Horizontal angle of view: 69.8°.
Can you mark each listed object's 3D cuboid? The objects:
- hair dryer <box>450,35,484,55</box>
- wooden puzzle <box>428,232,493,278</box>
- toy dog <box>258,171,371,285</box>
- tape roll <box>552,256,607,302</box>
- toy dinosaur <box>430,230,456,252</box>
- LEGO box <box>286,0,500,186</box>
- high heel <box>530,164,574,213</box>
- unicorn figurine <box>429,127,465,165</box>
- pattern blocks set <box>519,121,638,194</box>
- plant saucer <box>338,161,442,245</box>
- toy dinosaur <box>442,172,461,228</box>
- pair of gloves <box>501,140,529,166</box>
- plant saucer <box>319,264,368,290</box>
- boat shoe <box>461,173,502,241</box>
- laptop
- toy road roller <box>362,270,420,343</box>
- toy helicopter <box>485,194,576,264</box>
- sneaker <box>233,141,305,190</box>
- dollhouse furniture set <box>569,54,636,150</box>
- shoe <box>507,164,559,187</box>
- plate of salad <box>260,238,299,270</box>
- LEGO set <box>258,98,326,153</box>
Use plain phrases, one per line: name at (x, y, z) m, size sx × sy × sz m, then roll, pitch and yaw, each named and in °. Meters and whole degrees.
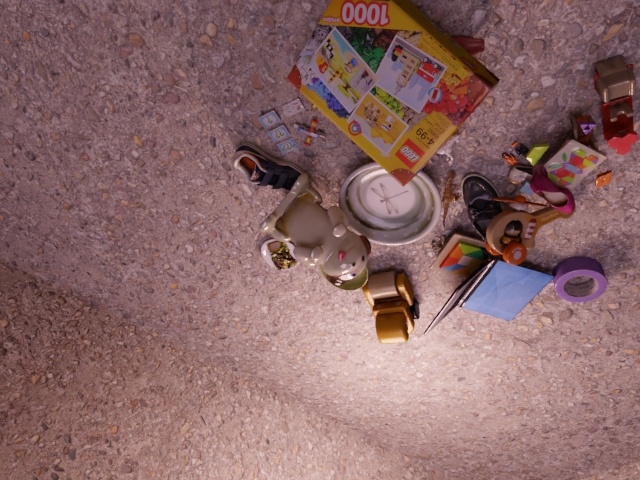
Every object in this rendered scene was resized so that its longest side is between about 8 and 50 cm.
hair dryer at (0.392, -0.552, 1.473) m, size 0.223 × 0.080 × 0.293 m, roll 28°, pitch 140°, yaw -29°
wooden puzzle at (0.606, 0.077, 1.929) m, size 0.220 × 0.044 × 0.239 m, roll 14°, pitch 135°, yaw -14°
toy dog at (0.000, 0.000, 1.823) m, size 0.407 × 0.285 × 0.395 m, roll 40°, pitch 169°, yaw 5°
tape roll at (1.054, 0.161, 1.874) m, size 0.188 × 0.080 × 0.189 m, roll 9°, pitch 131°, yaw 10°
toy dinosaur at (0.516, 0.033, 1.940) m, size 0.092 × 0.053 × 0.183 m, roll 16°, pitch 132°, yaw 1°
LEGO box at (0.205, -0.479, 1.372) m, size 0.500 × 0.193 × 0.373 m, roll 43°, pitch 126°, yaw 6°
high heel at (0.775, -0.139, 1.524) m, size 0.082 × 0.117 × 0.244 m, roll -19°, pitch 131°, yaw 40°
unicorn figurine at (0.441, -0.326, 1.644) m, size 0.161 × 0.060 × 0.111 m, roll -5°, pitch 129°, yaw 20°
pattern blocks set at (0.817, -0.244, 1.498) m, size 0.285 × 0.026 × 0.325 m, roll 14°, pitch 141°, yaw 4°
plant saucer at (0.274, -0.160, 1.811) m, size 0.399 × 0.101 × 0.401 m, roll 9°, pitch 133°, yaw 9°
toy dinosaur at (0.481, -0.150, 1.744) m, size 0.064 × 0.112 × 0.212 m, roll 9°, pitch 97°, yaw 37°
pair of gloves at (0.689, -0.305, 1.623) m, size 0.074 × 0.010 × 0.083 m, roll 32°, pitch 129°, yaw -10°
plant saucer at (0.111, 0.124, 2.123) m, size 0.240 × 0.037 × 0.241 m, roll 13°, pitch 126°, yaw 19°
boat shoe at (0.630, -0.096, 1.752) m, size 0.127 × 0.113 × 0.340 m, roll -13°, pitch 125°, yaw 26°
laptop at (0.706, 0.279, 1.955) m, size 0.236 × 0.407 × 0.382 m, roll 43°, pitch 145°, yaw 22°
toy road roller at (0.327, 0.325, 2.122) m, size 0.202 × 0.241 × 0.330 m, roll -12°, pitch 126°, yaw 25°
toy helicopter at (0.762, -0.083, 1.666) m, size 0.354 × 0.140 × 0.235 m, roll -23°, pitch 112°, yaw -6°
sneaker at (-0.205, -0.267, 1.845) m, size 0.320 × 0.128 × 0.126 m, roll 25°, pitch 131°, yaw -8°
dollhouse furniture set at (0.910, -0.414, 1.410) m, size 0.261 × 0.135 × 0.259 m, roll -13°, pitch 137°, yaw 26°
shoe at (0.781, -0.220, 1.625) m, size 0.218 × 0.077 × 0.058 m, roll 12°, pitch 137°, yaw 9°
plate of salad at (-0.193, 0.075, 2.190) m, size 0.199 × 0.048 × 0.200 m, roll 8°, pitch 131°, yaw 9°
LEGO set at (-0.093, -0.424, 1.722) m, size 0.244 × 0.060 × 0.183 m, roll -17°, pitch 127°, yaw 28°
